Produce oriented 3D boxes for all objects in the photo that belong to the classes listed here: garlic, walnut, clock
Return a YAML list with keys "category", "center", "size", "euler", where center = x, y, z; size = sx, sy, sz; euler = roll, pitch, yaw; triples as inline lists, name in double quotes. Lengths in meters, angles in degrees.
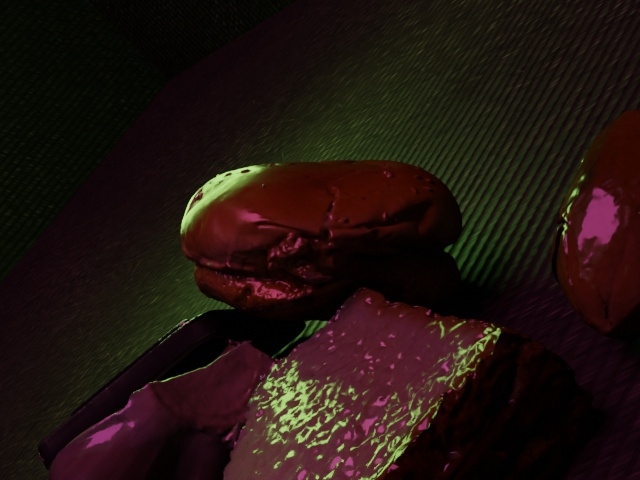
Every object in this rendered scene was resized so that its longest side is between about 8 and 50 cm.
- category: "garlic"
  center: [-0.156, 0.208, 1.217]
  size: [0.292, 0.210, 0.237]
  euler: [-50, 18, 47]
- category: "walnut"
  center: [0.265, -0.022, 0.964]
  size: [0.137, 0.137, 0.245]
  euler: [-18, 36, 53]
- category: "clock"
  center: [-0.170, 0.163, 1.371]
  size: [0.279, 0.049, 0.273]
  euler: [-39, -16, 16]

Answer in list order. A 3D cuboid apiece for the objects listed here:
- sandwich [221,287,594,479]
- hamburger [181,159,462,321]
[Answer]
- category: "sandwich"
  center: [0.042, 0.182, 0.995]
  size: [0.262, 0.131, 0.325]
  euler: [-52, 22, -14]
- category: "hamburger"
  center: [0.000, 0.000, 1.229]
  size: [0.289, 0.170, 0.314]
  euler: [-6, 6, -18]
